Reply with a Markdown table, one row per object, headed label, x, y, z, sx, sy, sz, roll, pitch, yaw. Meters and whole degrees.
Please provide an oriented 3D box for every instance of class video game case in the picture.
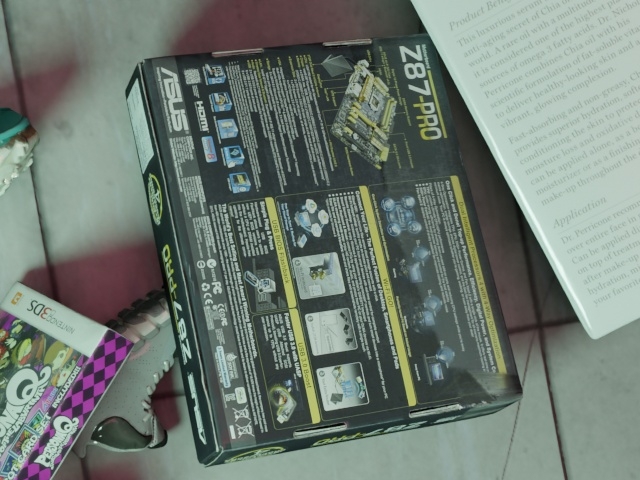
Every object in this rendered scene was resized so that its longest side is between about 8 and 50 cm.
| label | x | y | z | sx | sy | sz | roll | pitch | yaw |
| --- | --- | --- | --- | --- | --- | --- | --- | --- | --- |
| video game case | -0.295 | 0.163 | 1.582 | 0.042 | 0.210 | 0.232 | 37 | 80 | -34 |

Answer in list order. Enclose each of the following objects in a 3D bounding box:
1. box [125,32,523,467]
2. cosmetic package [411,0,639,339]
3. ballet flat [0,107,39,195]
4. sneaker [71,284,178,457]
| label | x | y | z | sx | sy | sz | roll | pitch | yaw |
| --- | --- | --- | --- | --- | --- | --- | --- | --- | --- |
| box | 0.000 | 0.000 | 1.645 | 0.318 | 0.097 | 0.394 | -9 | 76 | -18 |
| cosmetic package | 0.271 | -0.156 | 1.699 | 0.230 | 0.161 | 0.453 | -27 | 92 | 11 |
| ballet flat | -0.459 | -0.009 | 1.616 | 0.409 | 0.147 | 0.147 | -19 | 90 | -9 |
| sneaker | -0.170 | 0.136 | 1.677 | 0.229 | 0.086 | 0.132 | -34 | 104 | -9 |
